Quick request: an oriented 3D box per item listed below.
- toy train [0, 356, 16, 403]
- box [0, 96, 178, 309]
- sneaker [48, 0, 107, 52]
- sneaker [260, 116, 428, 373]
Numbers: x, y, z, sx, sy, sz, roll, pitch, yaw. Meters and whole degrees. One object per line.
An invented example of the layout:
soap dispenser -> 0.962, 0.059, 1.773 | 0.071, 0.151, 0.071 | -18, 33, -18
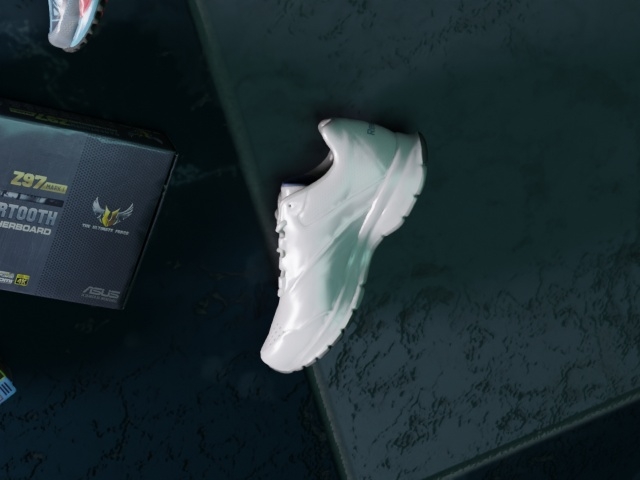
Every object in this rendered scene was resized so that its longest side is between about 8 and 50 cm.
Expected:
toy train -> -0.392, 0.113, 1.873 | 0.105, 0.080, 0.184 | -40, 122, -7
box -> -0.277, -0.039, 1.839 | 0.232, 0.059, 0.183 | 12, 112, -26
sneaker -> -0.246, -0.302, 1.699 | 0.125, 0.104, 0.262 | 4, 113, -3
sneaker -> 0.000, 0.000, 1.955 | 0.129, 0.111, 0.297 | 22, 105, -13
